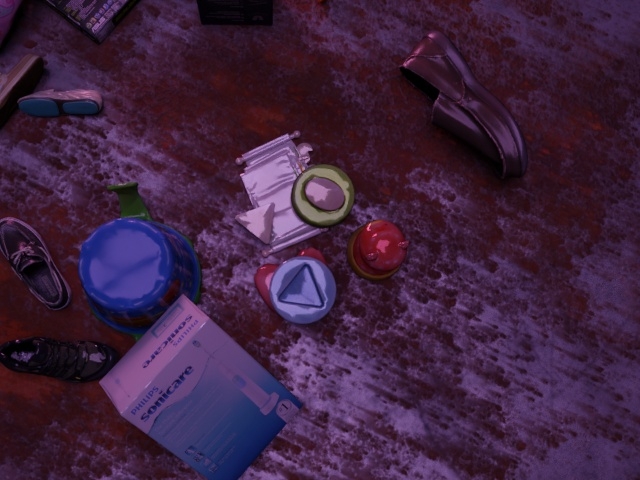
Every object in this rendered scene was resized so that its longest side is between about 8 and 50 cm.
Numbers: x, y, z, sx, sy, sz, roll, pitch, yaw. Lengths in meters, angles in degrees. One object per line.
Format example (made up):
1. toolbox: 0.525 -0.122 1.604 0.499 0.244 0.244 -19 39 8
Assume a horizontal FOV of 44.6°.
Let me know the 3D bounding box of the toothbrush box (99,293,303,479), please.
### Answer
1. toothbrush box: -0.209 0.277 1.406 0.216 0.126 0.295 -48 127 -9

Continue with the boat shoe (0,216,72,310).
1. boat shoe: -0.567 0.040 1.532 0.078 0.070 0.219 -39 84 -9

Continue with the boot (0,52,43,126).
1. boot: -0.687 -0.329 1.589 0.165 0.077 0.213 36 83 5

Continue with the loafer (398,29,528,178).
1. loafer: 0.289 -0.262 1.619 0.130 0.134 0.366 -33 74 -4

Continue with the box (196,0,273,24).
1. box: -0.176 -0.520 1.611 0.156 0.158 0.093 0 80 -4

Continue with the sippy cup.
1. sippy cup: -0.348 0.058 1.465 0.305 0.224 0.240 45 80 5

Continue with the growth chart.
1. growth chart: -0.073 -0.101 1.612 0.172 0.021 0.237 -18 81 -7

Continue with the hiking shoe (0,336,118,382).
1. hiking shoe: -0.503 0.227 1.479 0.227 0.114 0.086 1 80 -3

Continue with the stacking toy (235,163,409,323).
1. stacking toy: 0.000 0.000 1.528 0.309 0.130 0.279 -31 91 -8

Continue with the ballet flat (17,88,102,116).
1. ballet flat: -0.535 -0.287 1.610 0.168 0.057 0.052 1 52 -7

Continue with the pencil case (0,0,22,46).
1. pencil case: -0.642 -0.527 1.575 0.124 0.124 0.284 35 97 3

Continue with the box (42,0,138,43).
1. box: -0.483 -0.545 1.657 0.184 0.045 0.190 37 81 6

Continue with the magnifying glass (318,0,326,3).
1. magnifying glass: -0.039 -0.624 1.684 0.026 0.092 0.231 -23 92 -11
